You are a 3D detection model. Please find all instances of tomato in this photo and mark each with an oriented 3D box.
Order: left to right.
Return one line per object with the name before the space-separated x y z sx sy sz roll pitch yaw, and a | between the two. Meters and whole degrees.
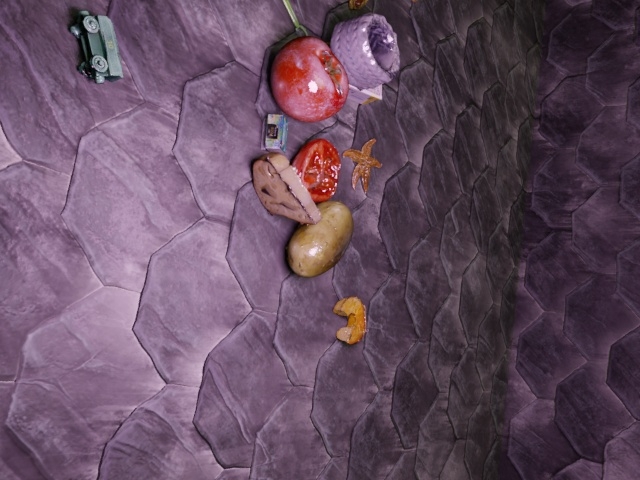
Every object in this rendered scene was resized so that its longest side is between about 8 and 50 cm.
tomato | -0.045 -0.509 1.696 0.270 0.227 0.270 32 48 -44
tomato | -0.030 -0.235 1.815 0.228 0.101 0.227 -15 109 -47

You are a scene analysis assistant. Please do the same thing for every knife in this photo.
knife | -0.089 -0.770 1.797 0.054 0.015 0.212 -53 126 -33

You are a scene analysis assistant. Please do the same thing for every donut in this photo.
donut | 0.113 0.299 1.995 0.146 0.078 0.181 -20 99 -46

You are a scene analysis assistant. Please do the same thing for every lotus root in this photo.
lotus root | -0.121 -0.154 1.665 0.074 0.170 0.260 -46 113 -44

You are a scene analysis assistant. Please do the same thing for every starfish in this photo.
starfish | 0.169 -0.301 2.067 0.241 0.043 0.227 13 80 -44

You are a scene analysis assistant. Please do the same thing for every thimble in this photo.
thimble | 0.161 -0.655 1.822 0.217 0.157 0.245 -46 122 -36

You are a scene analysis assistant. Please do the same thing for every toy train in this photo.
toy train | -0.540 -0.469 1.280 0.099 0.070 0.171 -21 105 -52

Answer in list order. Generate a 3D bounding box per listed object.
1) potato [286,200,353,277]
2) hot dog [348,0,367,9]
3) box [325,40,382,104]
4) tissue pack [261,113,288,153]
potato | 0.000 0.000 1.786 0.307 0.173 0.210 -49 155 -36
hot dog | 0.164 -0.958 2.033 0.078 0.061 0.168 37 64 -43
box | 0.117 -0.626 1.962 0.265 0.097 0.168 3 89 -47
tissue pack | -0.152 -0.344 1.698 0.085 0.079 0.110 22 73 -82
